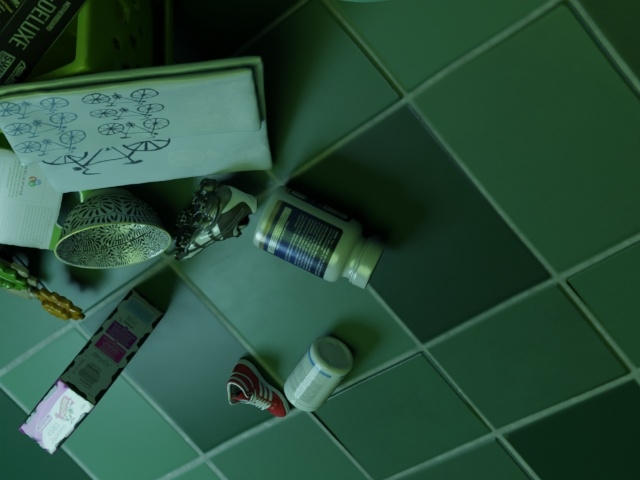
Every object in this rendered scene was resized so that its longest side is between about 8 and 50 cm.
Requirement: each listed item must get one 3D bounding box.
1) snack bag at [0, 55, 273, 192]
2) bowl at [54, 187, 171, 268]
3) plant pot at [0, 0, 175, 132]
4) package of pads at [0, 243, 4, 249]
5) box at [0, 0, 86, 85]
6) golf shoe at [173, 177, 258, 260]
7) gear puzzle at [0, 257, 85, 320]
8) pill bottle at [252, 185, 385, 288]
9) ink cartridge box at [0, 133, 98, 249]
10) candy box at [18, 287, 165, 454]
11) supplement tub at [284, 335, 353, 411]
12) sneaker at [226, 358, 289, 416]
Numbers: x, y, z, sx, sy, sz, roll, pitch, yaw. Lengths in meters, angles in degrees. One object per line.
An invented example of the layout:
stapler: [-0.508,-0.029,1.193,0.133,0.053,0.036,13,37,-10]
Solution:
snack bag: [-0.224,-0.131,1.565,0.323,0.037,0.342,-8,162,-2]
bowl: [-0.308,-0.026,1.821,0.170,0.080,0.170,-10,159,-4]
plant pot: [-0.312,-0.248,1.582,0.228,0.227,0.207,-15,157,30]
package of pads: [-0.547,-0.007,1.985,0.083,0.032,0.050,47,129,-12]
box: [-0.392,-0.356,1.491,0.242,0.076,0.307,-50,57,9]
golf shoe: [-0.153,-0.018,1.780,0.094,0.077,0.198,8,156,-22]
gear puzzle: [-0.528,0.057,1.958,0.339,0.044,0.175,25,159,-2]
pill bottle: [0.000,0.000,1.716,0.169,0.094,0.094,26,129,5]
ink cartridge box: [-0.467,-0.090,1.862,0.255,0.097,0.189,9,130,-16]
candy box: [-0.349,0.200,1.913,0.071,0.233,0.159,39,130,-6]
supplement tub: [-0.003,0.200,1.870,0.071,0.071,0.107,34,128,-2]
sneaker: [-0.101,0.248,1.946,0.042,0.067,0.118,-33,106,37]
